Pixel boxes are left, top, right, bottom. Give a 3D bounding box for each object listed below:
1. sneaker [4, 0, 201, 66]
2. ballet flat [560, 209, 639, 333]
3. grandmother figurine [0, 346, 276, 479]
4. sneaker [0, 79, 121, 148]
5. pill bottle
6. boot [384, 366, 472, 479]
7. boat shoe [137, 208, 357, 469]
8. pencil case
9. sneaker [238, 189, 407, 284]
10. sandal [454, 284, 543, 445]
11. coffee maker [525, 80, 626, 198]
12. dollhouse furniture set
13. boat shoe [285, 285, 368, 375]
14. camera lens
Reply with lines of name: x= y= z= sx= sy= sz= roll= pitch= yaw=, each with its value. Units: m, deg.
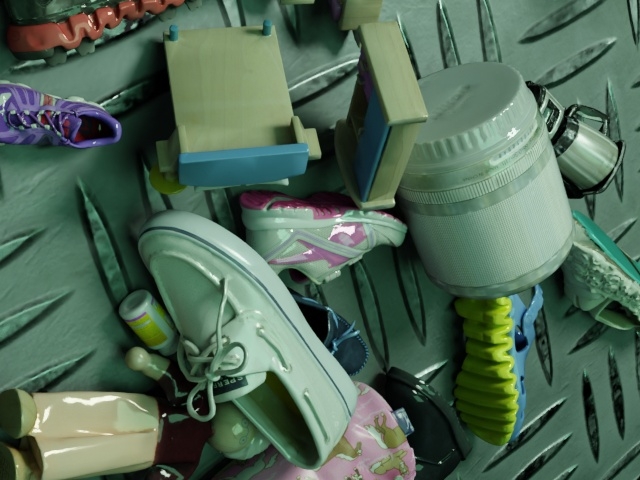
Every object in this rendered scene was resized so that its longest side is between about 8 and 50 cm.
sneaker: x=-0.206 y=-0.286 z=0.992 sx=0.276 sy=0.098 sz=0.135 roll=-30 pitch=122 yaw=-28
ballet flat: x=0.503 y=0.081 z=1.663 sx=0.409 sy=0.147 sz=0.146 roll=27 pitch=85 yaw=-40
grandmother figurine: x=-0.203 y=0.232 z=1.148 sx=0.343 sy=0.104 sz=0.207 roll=1 pitch=111 yaw=-36
sneaker: x=-0.283 y=-0.126 z=0.995 sx=0.170 sy=0.071 sz=0.068 roll=-2 pitch=104 yaw=-38
pill bottle: x=-0.199 y=0.099 z=1.146 sx=0.043 sy=0.043 sz=0.083 roll=-47 pitch=127 yaw=-19
boot: x=0.119 y=0.331 z=1.437 sx=0.207 sy=0.094 sz=0.246 roll=-52 pitch=135 yaw=-20
boat shoe: x=-0.101 y=0.138 z=1.122 sx=0.367 sy=0.136 sz=0.156 roll=54 pitch=40 yaw=-25
pencil case: x=-0.049 y=0.348 z=1.258 sx=0.386 sy=0.167 sz=0.160 roll=-35 pitch=117 yaw=-23
sneaker: x=0.000 y=0.000 z=1.252 sx=0.252 sy=0.103 sz=0.111 roll=2 pitch=106 yaw=-33
sandal: x=0.290 y=0.172 z=1.518 sx=0.138 sy=0.126 sz=0.317 roll=-17 pitch=114 yaw=-39
coffee maker: x=0.333 y=-0.143 z=1.453 sx=0.178 sy=0.171 sz=0.120 roll=32 pitch=55 yaw=-19
dollhouse furniture set: x=-0.065 y=-0.169 z=1.150 sx=0.304 sy=0.286 sz=0.198 roll=-7 pitch=153 yaw=-13
boat shoe: x=-0.021 y=0.128 z=1.268 sx=0.258 sy=0.089 sz=0.109 roll=27 pitch=85 yaw=-40
camera lens: x=0.213 y=-0.074 z=1.314 sx=0.219 sy=0.219 sz=0.274 roll=-40 pitch=125 yaw=-23
